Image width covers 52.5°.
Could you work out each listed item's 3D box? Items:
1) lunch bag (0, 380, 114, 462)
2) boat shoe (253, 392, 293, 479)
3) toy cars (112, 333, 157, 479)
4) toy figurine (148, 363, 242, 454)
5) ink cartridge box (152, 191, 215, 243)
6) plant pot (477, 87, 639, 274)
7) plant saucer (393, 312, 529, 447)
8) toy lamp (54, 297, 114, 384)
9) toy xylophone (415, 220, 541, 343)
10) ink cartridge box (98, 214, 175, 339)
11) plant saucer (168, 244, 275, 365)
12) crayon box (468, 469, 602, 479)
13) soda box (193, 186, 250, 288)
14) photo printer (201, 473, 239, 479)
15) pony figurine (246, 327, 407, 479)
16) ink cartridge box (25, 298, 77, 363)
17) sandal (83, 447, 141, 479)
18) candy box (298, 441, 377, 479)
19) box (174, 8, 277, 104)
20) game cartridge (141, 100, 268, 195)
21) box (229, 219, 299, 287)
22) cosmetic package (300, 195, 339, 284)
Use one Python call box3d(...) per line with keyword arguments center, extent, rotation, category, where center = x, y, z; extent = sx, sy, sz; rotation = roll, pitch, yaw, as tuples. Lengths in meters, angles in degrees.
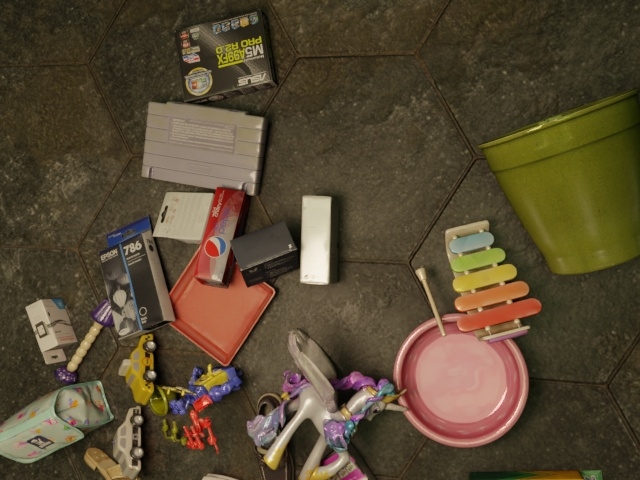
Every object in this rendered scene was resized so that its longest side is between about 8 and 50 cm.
box3d(center=(-0.747, 0.505, 1.808), extent=(0.223, 0.262, 0.160), rotation=(-26, 81, 10), category="lunch bag")
box3d(center=(-0.135, 0.559, 1.749), extent=(0.103, 0.092, 0.285), rotation=(-5, 86, 13), category="boat shoe")
box3d(center=(-0.527, 0.457, 1.801), extent=(0.087, 0.176, 0.393), rotation=(10, 89, -26), category="toy cars")
box3d(center=(-0.307, 0.430, 1.783), extent=(0.362, 0.217, 0.191), rotation=(-18, 99, 54), category="toy figurine")
box3d(center=(-0.383, -0.065, 1.859), extent=(0.179, 0.045, 0.145), rotation=(3, 71, 31), category="ink cartridge box")
box3d(center=(0.601, -0.120, 1.512), extent=(0.366, 0.366, 0.353), rotation=(-20, 95, 11), category="plant pot")
box3d(center=(0.355, 0.350, 1.653), extent=(0.332, 0.084, 0.332), rotation=(-1, 86, 13), category="plant saucer")
box3d(center=(-0.675, 0.291, 1.900), extent=(0.080, 0.080, 0.274), rotation=(36, 98, 12), category="toy lamp")
box3d(center=(0.379, 0.117, 1.607), extent=(0.236, 0.081, 0.322), rotation=(-21, 63, -4), category="toy xylophone")
box3d(center=(-0.534, 0.101, 1.855), extent=(0.165, 0.065, 0.332), rotation=(-24, 73, 17), category="ink cartridge box")
box3d(center=(-0.289, 0.175, 1.830), extent=(0.259, 0.048, 0.258), rotation=(34, 95, 12), category="plant saucer")
box3d(center=(0.537, 0.677, 1.593), extent=(0.323, 0.083, 0.203), rotation=(-6, 86, 12), category="crayon box")
box3d(center=(-0.268, -0.008, 1.774), extent=(0.083, 0.092, 0.263), rotation=(9, 73, 8), category="soda box")
box3d(center=(-0.257, 0.803, 1.756), extent=(0.256, 0.107, 0.307), rotation=(21, 91, 12), category="photo printer")
box3d(center=(-0.009, 0.408, 1.633), extent=(0.351, 0.303, 0.363), rotation=(44, 92, 2), category="pony figurine")
box3d(center=(-0.783, 0.265, 1.910), extent=(0.060, 0.104, 0.180), rotation=(-25, 82, 9), category="ink cartridge box")
box3d(center=(-0.568, 0.646, 1.848), extent=(0.240, 0.088, 0.079), rotation=(29, 100, 18), category="sandal")
box3d(center=(0.076, 0.670, 1.705), extent=(0.159, 0.071, 0.233), rotation=(-38, 79, 9), category="candy box")
box3d(center=(-0.271, -0.520, 1.857), extent=(0.270, 0.060, 0.216), rotation=(-10, 84, 13), category="box")
box3d(center=(-0.329, -0.266, 1.841), extent=(0.355, 0.068, 0.230), rotation=(11, 95, 13), category="game cartridge")
box3d(center=(-0.145, 0.038, 1.722), extent=(0.156, 0.158, 0.093), rotation=(-21, 71, -7), category="box")
box3d(center=(0.000, 0.000, 1.738), extent=(0.086, 0.117, 0.231), rotation=(2, 89, 13), category="cosmetic package")
